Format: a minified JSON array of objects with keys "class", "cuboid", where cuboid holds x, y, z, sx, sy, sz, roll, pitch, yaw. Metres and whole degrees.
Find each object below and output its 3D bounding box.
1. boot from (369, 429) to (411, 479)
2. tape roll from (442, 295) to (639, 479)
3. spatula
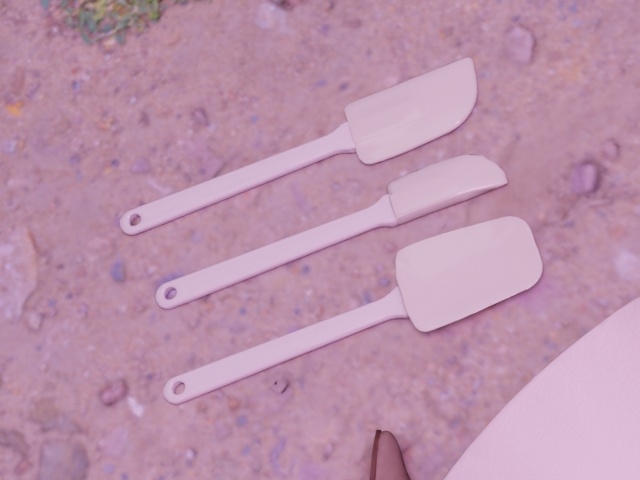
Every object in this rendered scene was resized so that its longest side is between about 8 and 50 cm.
[{"class":"boot","cuboid":[0.069,0.159,1.030,0.087,0.042,0.118,-3,68,12]},{"class":"tape roll","cuboid":[0.176,0.157,0.871,0.246,0.246,0.169,-44,60,-2]},{"class":"spatula","cuboid":[0.000,0.000,1.133,0.242,0.019,0.168,-21,63,10]}]
